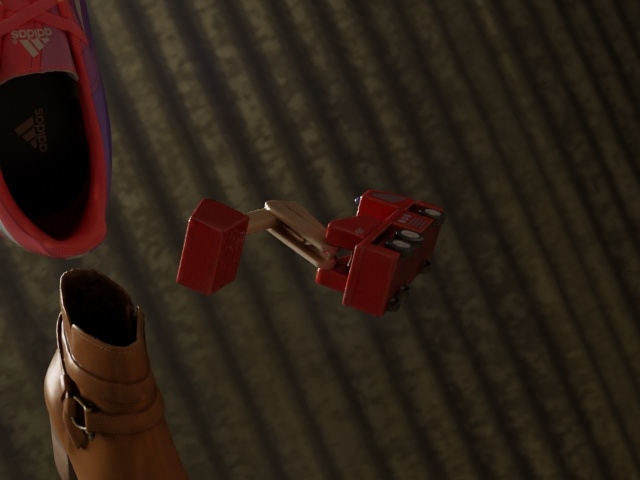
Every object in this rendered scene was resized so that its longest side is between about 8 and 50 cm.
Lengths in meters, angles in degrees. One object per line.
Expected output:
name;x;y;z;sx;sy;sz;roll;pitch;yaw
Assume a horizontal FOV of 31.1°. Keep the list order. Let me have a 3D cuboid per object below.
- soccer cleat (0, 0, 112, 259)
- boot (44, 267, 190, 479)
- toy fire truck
soccer cleat;-0.168;-0.141;0.608;0.108;0.116;0.318;-17;-64;-23
boot;-0.152;0.171;0.995;0.109;0.220;0.283;-14;-140;-30
toy fire truck;0.000;0.000;0.779;0.135;0.047;0.192;19;-159;14
